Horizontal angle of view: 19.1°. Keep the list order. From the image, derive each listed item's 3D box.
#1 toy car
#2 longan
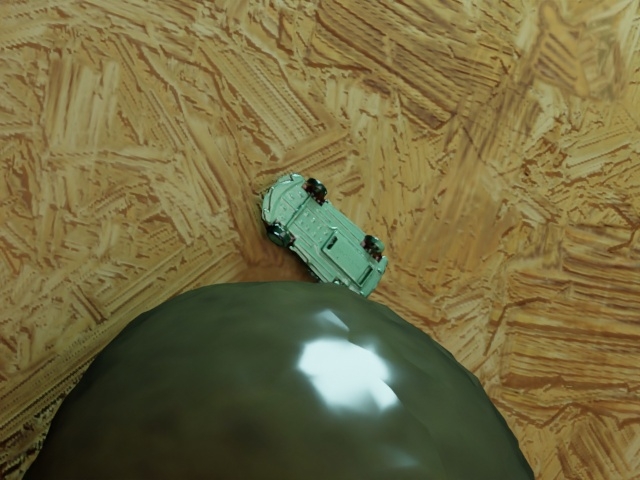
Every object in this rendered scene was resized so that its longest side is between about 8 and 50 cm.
[{"bbox_3d":[0.000,0.000,1.487,0.122,0.035,0.059,43,70,-16],"label":"toy car"},{"bbox_3d":[-0.031,0.242,1.268,0.404,0.404,0.436,38,71,-27],"label":"longan"}]
